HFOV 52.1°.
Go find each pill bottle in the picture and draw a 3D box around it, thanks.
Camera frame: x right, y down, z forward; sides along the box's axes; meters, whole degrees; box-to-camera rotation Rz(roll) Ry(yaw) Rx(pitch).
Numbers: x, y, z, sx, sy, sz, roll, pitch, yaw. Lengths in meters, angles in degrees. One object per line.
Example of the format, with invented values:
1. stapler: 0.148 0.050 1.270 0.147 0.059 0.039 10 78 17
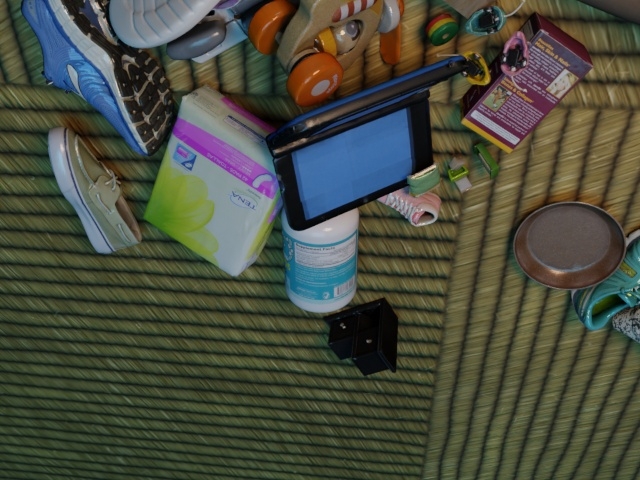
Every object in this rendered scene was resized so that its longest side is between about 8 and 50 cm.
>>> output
1. pill bottle: 0.000 0.000 1.248 0.146 0.146 0.264 4 129 5

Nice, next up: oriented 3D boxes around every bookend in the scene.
1. bookend: 0.081 0.221 1.409 0.157 0.156 0.072 -20 123 24

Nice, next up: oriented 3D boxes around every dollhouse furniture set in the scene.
1. dollhouse furniture set: 0.231 -0.108 1.150 0.151 0.058 0.076 -27 159 2

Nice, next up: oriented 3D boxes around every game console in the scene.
1. game console: 0.082 -0.141 1.028 0.293 0.250 0.173 -24 97 -15

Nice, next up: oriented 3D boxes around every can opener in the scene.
1. can opener: -0.110 -0.351 1.020 0.280 0.093 0.074 -24 133 19

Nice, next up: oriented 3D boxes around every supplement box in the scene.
1. supplement box: 0.320 -0.247 1.040 0.104 0.081 0.188 29 128 -14

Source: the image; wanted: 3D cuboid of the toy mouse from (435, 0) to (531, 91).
1. toy mouse: 0.267 -0.294 0.970 0.161 0.031 0.143 47 129 26

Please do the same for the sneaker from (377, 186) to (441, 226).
1. sneaker: 0.159 -0.068 1.218 0.134 0.070 0.051 15 131 -2

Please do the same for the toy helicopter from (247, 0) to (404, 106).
1. toy helicopter: 0.072 -0.355 0.924 0.140 0.235 0.355 55 132 18

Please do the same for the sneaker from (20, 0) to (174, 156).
1. sneaker: -0.373 -0.286 1.106 0.147 0.130 0.330 -7 126 32

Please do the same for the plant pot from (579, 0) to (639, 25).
1. plant pot: 0.449 -0.376 0.838 0.229 0.263 0.263 16 132 20

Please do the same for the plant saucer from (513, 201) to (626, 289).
1. plant saucer: 0.468 0.005 1.237 0.198 0.036 0.199 9 125 13

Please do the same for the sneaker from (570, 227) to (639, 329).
1. sneaker: 0.597 0.072 1.239 0.107 0.110 0.275 27 127 -13

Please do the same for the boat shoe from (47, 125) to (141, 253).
1. boat shoe: -0.434 -0.099 1.277 0.094 0.109 0.302 -12 137 -2

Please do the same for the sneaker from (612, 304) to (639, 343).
1. sneaker: 0.766 0.214 1.346 0.410 0.158 0.182 33 157 -20

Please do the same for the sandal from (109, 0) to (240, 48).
1. sandal: -0.145 -0.409 0.960 0.416 0.169 0.102 -28 160 27

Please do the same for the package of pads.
1. package of pads: -0.176 -0.098 1.193 0.229 0.101 0.296 33 129 3

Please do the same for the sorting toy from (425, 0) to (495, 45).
1. sorting toy: 0.238 -0.392 0.918 0.274 0.132 0.046 -37 71 28
